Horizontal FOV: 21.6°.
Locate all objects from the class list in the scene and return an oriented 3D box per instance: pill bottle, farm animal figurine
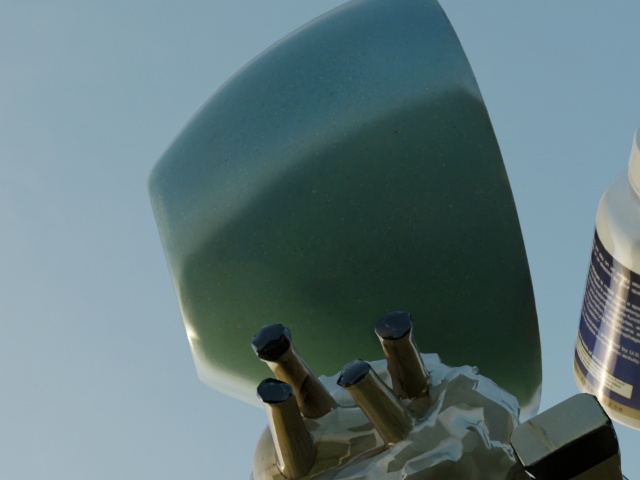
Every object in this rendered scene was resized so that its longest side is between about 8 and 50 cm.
[{"bbox_3d":[0.191,0.015,0.902,0.094,0.094,0.169,-10,-48,-13],"label":"pill bottle"},{"bbox_3d":[0.128,0.145,0.514,0.327,0.330,0.172,-17,-51,16],"label":"farm animal figurine"}]

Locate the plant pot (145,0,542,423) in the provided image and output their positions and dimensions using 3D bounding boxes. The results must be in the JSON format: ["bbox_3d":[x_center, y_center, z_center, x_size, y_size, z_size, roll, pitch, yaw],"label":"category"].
[{"bbox_3d":[0.000,0.000,1.060,0.195,0.290,0.290,-15,-52,-5],"label":"plant pot"}]
